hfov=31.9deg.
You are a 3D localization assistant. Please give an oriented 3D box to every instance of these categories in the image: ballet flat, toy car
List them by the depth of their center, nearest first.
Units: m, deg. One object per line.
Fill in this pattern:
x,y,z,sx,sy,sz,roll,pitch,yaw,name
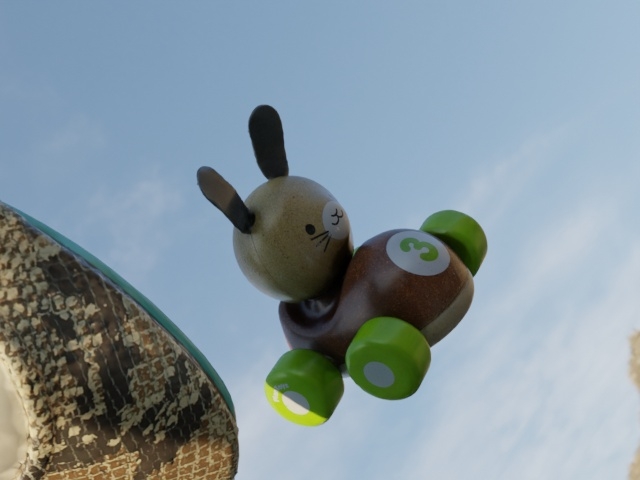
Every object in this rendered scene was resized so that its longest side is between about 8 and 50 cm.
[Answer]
-0.258,0.002,0.527,0.164,0.483,0.182,-47,1,32,ballet flat
0.000,0.000,0.758,0.149,0.188,0.155,-25,20,39,toy car
